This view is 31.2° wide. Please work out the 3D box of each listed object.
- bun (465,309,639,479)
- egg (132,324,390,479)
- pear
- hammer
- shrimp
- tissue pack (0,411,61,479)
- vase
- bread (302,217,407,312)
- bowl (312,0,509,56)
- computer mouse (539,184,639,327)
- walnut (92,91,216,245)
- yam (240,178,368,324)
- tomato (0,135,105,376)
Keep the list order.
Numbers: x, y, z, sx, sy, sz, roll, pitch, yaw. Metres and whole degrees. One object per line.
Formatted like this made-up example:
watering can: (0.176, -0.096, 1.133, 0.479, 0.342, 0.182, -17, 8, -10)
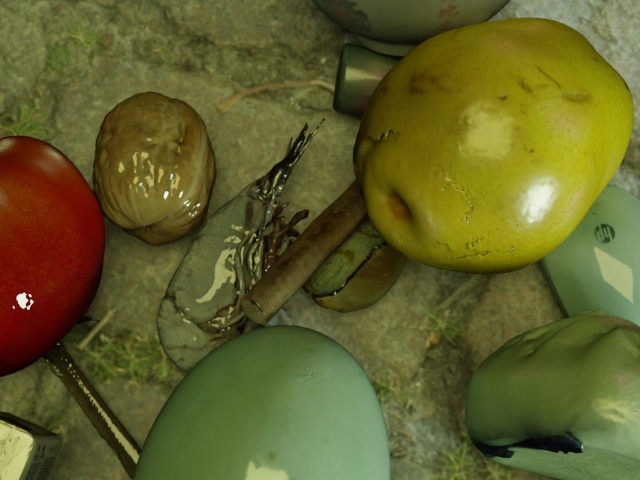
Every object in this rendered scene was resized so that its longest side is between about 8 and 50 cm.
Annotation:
bun: (0.310, 0.168, 1.273, 0.293, 0.293, 0.187, 13, 74, 1)
egg: (-0.067, 0.281, 1.239, 0.276, 0.276, 0.389, 16, 74, 2)
pear: (0.201, -0.108, 1.312, 0.336, 0.285, 0.285, -14, 78, -40)
hammer: (-0.259, 0.216, 1.375, 0.125, 0.027, 0.297, -36, 82, -3)
shrimp: (-0.077, 0.008, 1.374, 0.145, 0.116, 0.343, 27, 87, 4)
tissue pack: (-0.368, 0.253, 1.303, 0.099, 0.149, 0.106, 22, 80, 3)
vase: (0.127, -0.188, 1.435, 0.214, 0.086, 0.086, 8, 79, -4)
bread: (0.052, 0.031, 1.385, 0.083, 0.094, 0.157, 20, 65, 48)
bowl: (0.111, -0.323, 1.391, 0.345, 0.346, 0.157, -5, 124, -2)
computer mouse: (0.375, 0.066, 1.382, 0.159, 0.097, 0.288, -29, 81, -8)
walnut: (-0.196, -0.091, 1.368, 0.155, 0.155, 0.184, 0, 65, -1)
yam: (0.000, 0.000, 1.335, 0.046, 0.046, 0.264, 39, 57, 6)
tomato: (-0.371, 0.031, 1.294, 0.298, 0.298, 0.226, -40, 104, -8)
